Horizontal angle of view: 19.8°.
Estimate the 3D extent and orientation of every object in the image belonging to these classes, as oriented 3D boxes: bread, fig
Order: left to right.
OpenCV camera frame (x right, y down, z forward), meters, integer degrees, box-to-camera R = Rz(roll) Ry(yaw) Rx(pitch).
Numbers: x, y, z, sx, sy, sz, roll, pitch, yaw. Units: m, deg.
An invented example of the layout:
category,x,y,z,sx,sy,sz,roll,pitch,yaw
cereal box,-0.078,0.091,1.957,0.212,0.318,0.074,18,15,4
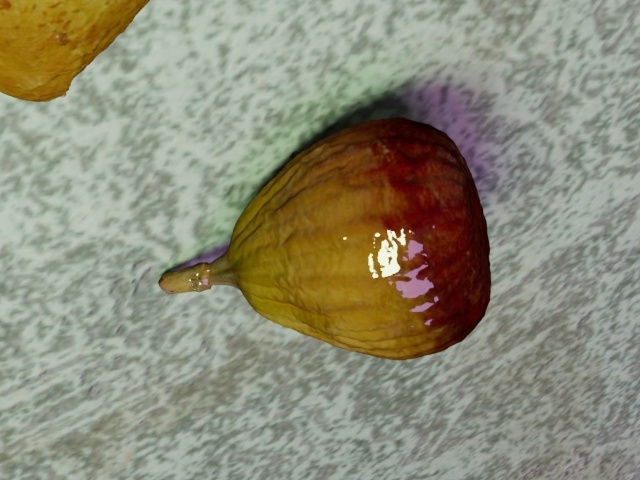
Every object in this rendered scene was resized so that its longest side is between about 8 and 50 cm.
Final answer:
category,x,y,z,sx,sy,sz,roll,pitch,yaw
bread,-0.091,-0.117,0.620,0.154,0.054,0.136,-44,145,14
fig,0.013,-0.004,0.857,0.119,0.153,0.119,-11,104,-51
